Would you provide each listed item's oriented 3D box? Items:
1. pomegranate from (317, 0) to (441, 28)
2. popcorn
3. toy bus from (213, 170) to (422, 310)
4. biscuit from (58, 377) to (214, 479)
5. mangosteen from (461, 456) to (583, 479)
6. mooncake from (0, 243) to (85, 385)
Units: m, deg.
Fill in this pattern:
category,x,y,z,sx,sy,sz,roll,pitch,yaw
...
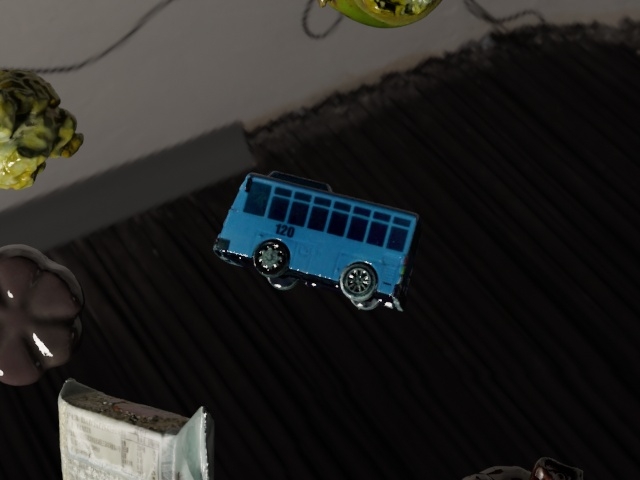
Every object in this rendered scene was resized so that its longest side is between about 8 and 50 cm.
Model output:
category,x,y,z,sx,sy,sz,roll,pitch,yaw
pomegranate,0.123,-0.494,1.922,0.340,0.260,0.260,-39,146,-26
popcorn,-0.475,-0.174,1.853,0.185,0.167,0.188,-34,114,-37
toy bus,0.000,0.000,1.136,0.090,0.184,0.106,52,54,-78
biscuit,-0.225,0.274,1.442,0.079,0.309,0.186,-10,100,-46
mangosteen,0.179,0.347,1.131,0.287,0.233,0.287,-42,171,-8
mooncake,-0.526,0.127,2.052,0.244,0.133,0.245,0,92,-12
